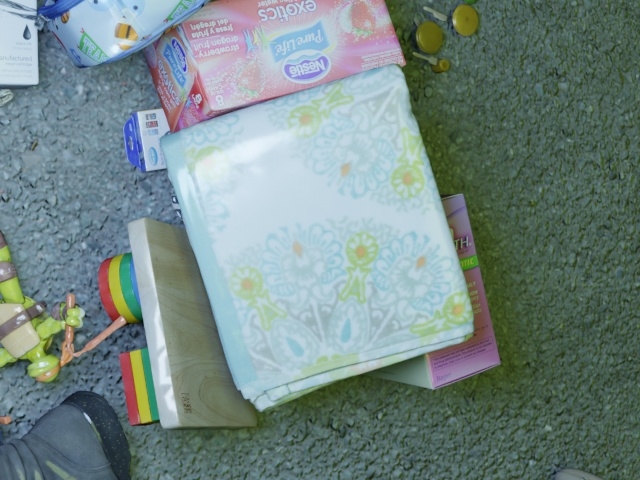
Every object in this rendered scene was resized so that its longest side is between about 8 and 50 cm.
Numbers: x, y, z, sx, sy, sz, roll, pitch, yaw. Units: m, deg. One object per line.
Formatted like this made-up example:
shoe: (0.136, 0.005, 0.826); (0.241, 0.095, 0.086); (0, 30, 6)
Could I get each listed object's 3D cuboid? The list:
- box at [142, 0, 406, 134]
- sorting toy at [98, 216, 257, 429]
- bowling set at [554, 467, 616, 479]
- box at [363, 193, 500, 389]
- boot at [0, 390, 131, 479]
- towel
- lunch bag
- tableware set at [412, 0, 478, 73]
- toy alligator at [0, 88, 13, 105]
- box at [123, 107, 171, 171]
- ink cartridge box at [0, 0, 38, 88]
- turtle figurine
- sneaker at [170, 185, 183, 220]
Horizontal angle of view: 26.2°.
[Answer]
box: (-0.060, -0.245, 1.824); (0.300, 0.154, 0.142); (-17, 84, -28)
sorting toy: (-0.187, 0.119, 1.748); (0.089, 0.257, 0.255); (-14, 78, 17)
bowling set: (0.452, 0.502, 2.114); (0.287, 0.154, 0.200); (39, 74, -22)
box: (0.121, 0.066, 1.905); (0.117, 0.213, 0.243); (-18, 98, -26)
boot: (-0.305, 0.376, 1.704); (0.223, 0.118, 0.338); (-36, 100, -49)
towel: (0.000, 0.000, 1.734); (0.320, 0.090, 0.374); (-17, 97, -2)
lunch bag: (-0.204, -0.321, 1.658); (0.303, 0.243, 0.115); (-36, 107, -10)
tableware set: (0.187, -0.325, 2.043); (0.104, 0.024, 0.154); (18, 81, -29)
toy alligator: (-0.473, -0.153, 1.691); (0.190, 0.056, 0.051); (-32, 64, -23)
box: (-0.196, -0.139, 1.844); (0.136, 0.028, 0.081); (-12, 96, -29)
ink cartridge box: (-0.426, -0.285, 1.694); (0.139, 0.082, 0.190); (-2, 93, -27)
turtle figurine: (-0.370, 0.089, 1.689); (0.217, 0.269, 0.087); (58, 26, -3)
sneaker: (-0.066, -0.055, 1.869); (0.275, 0.110, 0.107); (-2, 88, -8)
